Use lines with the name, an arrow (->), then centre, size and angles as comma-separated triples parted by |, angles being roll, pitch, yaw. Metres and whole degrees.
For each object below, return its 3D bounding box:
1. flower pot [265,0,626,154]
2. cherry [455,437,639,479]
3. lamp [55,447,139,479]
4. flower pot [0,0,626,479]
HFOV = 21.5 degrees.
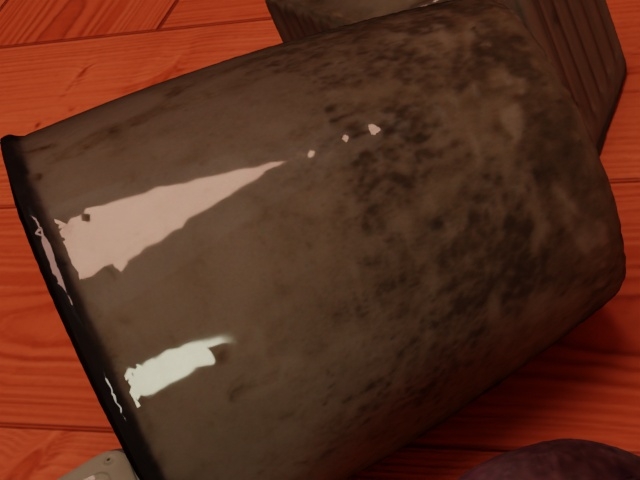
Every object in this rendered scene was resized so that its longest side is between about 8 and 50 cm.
flower pot -> 0.097, -0.157, 1.276 | 0.239, 0.190, 0.209 | -22, 36, 9
cherry -> 0.119, 0.207, 0.833 | 0.266, 0.183, 0.213 | 31, 81, 26
lamp -> -0.194, 0.277, 1.060 | 0.266, 0.047, 0.269 | -31, 36, -2
flower pot -> 0.000, 0.000, 1.077 | 0.330, 0.294, 0.293 | -27, 36, -5
